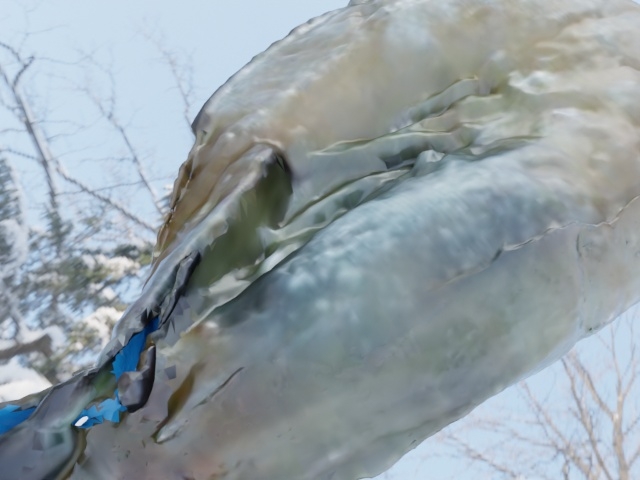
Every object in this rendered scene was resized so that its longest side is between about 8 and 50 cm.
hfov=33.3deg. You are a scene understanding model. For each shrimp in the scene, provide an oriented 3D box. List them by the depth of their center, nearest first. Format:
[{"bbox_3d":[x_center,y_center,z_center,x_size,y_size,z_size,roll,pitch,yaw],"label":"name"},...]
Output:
[{"bbox_3d":[0.000,0.000,0.470,0.221,0.445,0.110,44,-26,25],"label":"shrimp"}]
